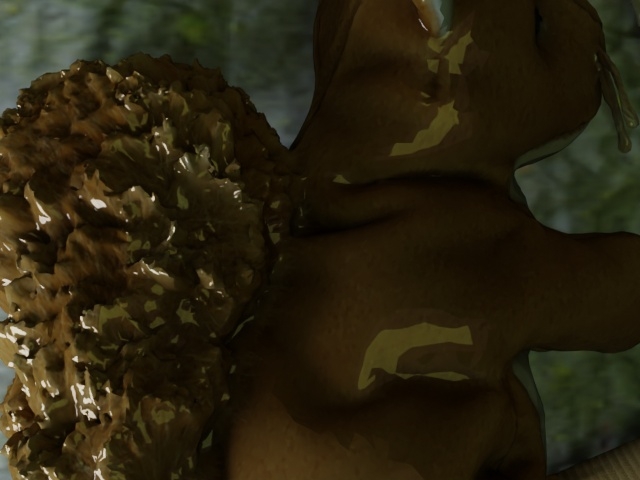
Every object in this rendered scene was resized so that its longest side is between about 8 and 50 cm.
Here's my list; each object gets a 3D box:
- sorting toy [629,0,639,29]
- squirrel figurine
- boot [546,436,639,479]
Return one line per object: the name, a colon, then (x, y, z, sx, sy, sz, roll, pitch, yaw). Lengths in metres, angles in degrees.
sorting toy: (0.325, -0.108, 1.241, 0.229, 0.041, 0.307, -26, 109, -7)
squirrel figurine: (0.000, 0.000, 1.087, 0.397, 0.281, 0.370, 4, 97, -13)
boot: (0.201, 0.281, 1.301, 0.211, 0.104, 0.295, -32, 104, 5)
